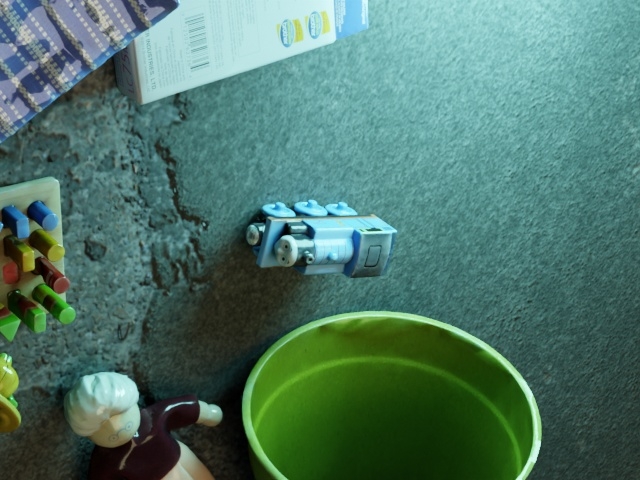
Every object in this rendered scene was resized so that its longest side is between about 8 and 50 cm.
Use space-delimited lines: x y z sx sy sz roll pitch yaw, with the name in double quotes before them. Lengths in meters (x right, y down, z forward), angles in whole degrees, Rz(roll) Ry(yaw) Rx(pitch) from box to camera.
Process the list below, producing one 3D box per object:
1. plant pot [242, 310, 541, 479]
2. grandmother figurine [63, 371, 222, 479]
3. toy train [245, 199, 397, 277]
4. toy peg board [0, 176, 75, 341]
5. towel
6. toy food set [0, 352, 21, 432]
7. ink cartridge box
"plant pot" 0.072 0.344 2.002 0.366 0.366 0.353 -20 135 -30
"grandmother figurine" -0.202 0.270 1.886 0.208 0.104 0.342 -50 137 -18
"toy train" 0.000 0.000 1.898 0.184 0.105 0.080 -1 113 -39
"toy peg board" -0.337 0.033 1.665 0.161 0.079 0.161 -16 122 -32
"towel" -0.321 -0.225 1.528 0.336 0.040 0.243 -39 126 -5
"toy food set" -0.391 0.144 1.631 0.128 0.218 0.071 44 52 -36
"ink cartridge box" -0.087 -0.282 1.711 0.311 0.065 0.186 -20 124 -26
